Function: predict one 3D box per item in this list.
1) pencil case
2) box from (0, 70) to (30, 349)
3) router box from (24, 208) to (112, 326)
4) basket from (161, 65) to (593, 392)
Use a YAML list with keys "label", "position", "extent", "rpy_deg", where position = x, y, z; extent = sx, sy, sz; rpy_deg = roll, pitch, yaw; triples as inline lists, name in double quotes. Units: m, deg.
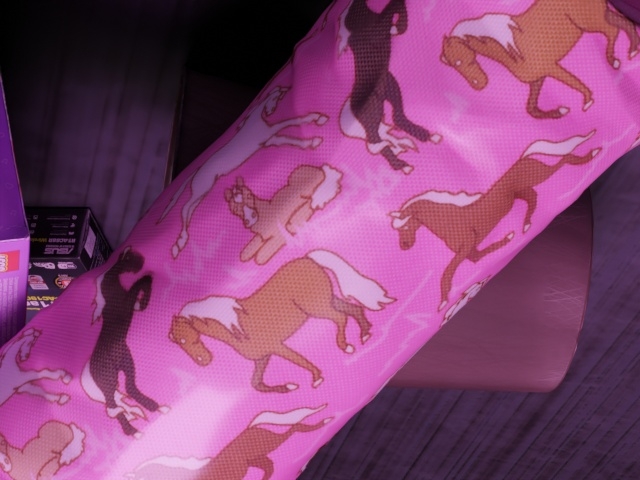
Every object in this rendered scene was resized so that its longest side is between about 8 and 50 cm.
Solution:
- label: "pencil case"
  position: [0.000, 0.000, 0.846]
  extent: [0.160, 0.167, 0.386]
  rpy_deg: [29, 111, -39]
- label: "box"
  position: [-0.197, -0.014, 0.987]
  extent: [0.057, 0.201, 0.293]
  rpy_deg: [-7, 152, -14]
- label: "router box"
  position: [-0.194, 0.019, 1.208]
  extent: [0.122, 0.038, 0.092]
  rpy_deg: [0, 150, 13]
- label: "basket"
  position: [0.024, 0.007, 1.034]
  extent: [0.227, 0.154, 0.204]
  rpy_deg: [7, 145, -6]
